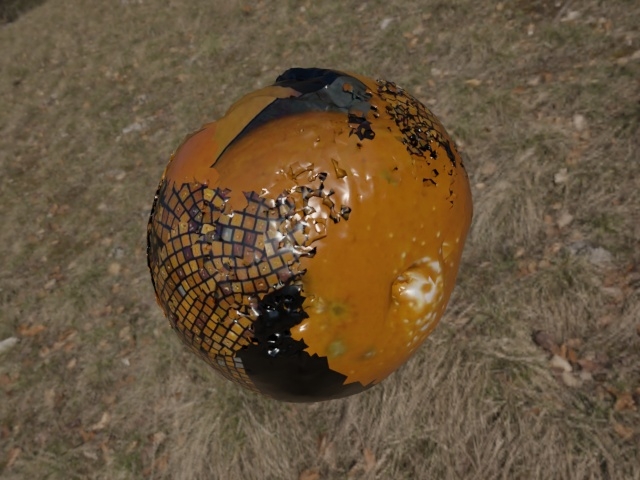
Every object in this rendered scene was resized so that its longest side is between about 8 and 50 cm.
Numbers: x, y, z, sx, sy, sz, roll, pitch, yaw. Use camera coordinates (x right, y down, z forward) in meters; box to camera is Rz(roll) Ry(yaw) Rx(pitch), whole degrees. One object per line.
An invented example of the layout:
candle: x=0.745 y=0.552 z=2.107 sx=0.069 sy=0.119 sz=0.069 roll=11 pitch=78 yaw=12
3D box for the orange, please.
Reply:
orange: x=0.000 y=0.000 z=0.432 sx=0.182 sy=0.235 sz=0.234 roll=19 pitch=37 yaw=40
